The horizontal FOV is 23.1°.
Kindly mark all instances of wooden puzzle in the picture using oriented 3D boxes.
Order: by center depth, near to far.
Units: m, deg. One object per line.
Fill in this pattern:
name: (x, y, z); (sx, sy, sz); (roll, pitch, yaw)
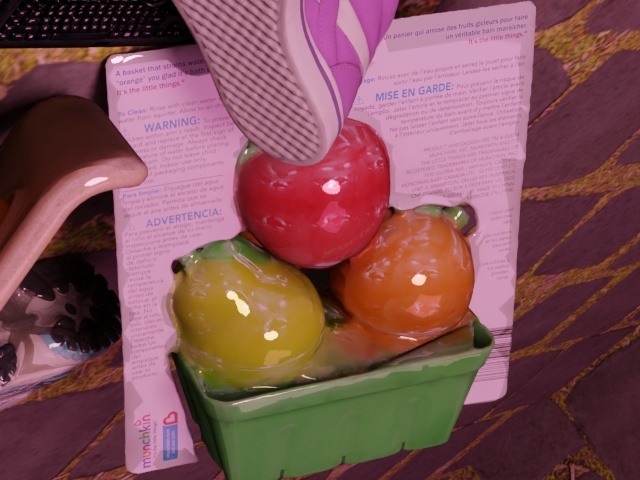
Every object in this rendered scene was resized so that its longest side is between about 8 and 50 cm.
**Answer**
wooden puzzle: (-0.252, 0.049, 0.889); (0.348, 0.080, 0.322); (-50, -164, 0)

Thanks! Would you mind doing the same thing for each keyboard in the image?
keyboard: (-0.110, -0.144, 0.976); (0.192, 0.038, 0.100); (-11, 152, -48)

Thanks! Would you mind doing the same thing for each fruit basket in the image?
fruit basket: (0.000, 0.000, 1.180); (0.327, 0.165, 0.353); (-11, 116, -19)

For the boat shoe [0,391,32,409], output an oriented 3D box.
boat shoe: (-0.303, 0.140, 1.385); (0.100, 0.035, 0.035); (-28, 134, 0)

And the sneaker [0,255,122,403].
sneaker: (-0.279, 0.096, 1.196); (0.122, 0.110, 0.283); (-41, 159, 32)

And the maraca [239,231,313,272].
maraca: (-0.033, -0.033, 1.283); (0.127, 0.099, 0.186); (-18, 134, -21)

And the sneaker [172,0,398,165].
sneaker: (-0.019, -0.193, 0.948); (0.161, 0.102, 0.282); (-59, 156, -26)
